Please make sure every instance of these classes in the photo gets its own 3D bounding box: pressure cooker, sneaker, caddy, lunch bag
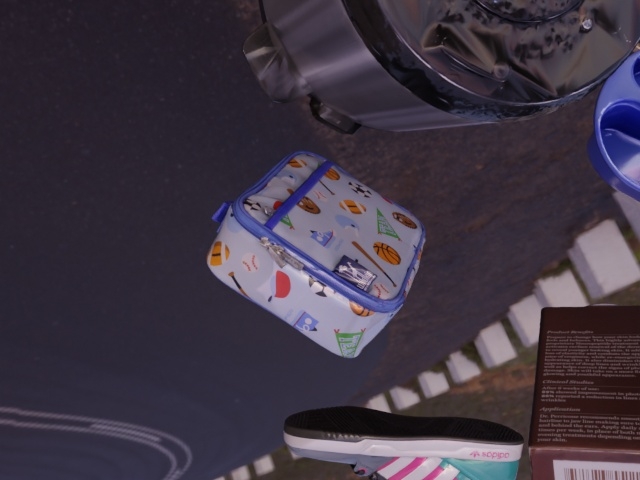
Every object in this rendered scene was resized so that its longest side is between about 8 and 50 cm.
[{"bbox_3d":[0.116,-0.304,0.818,0.369,0.376,0.420,9,-177,-18],"label":"pressure cooker"},{"bbox_3d":[0.094,0.309,0.883,0.295,0.179,0.124,6,-176,-2],"label":"sneaker"},{"bbox_3d":[0.577,-0.153,1.081,0.241,0.341,0.179,-61,173,4],"label":"caddy"},{"bbox_3d":[0.000,0.000,0.895,0.115,0.243,0.303,-56,178,26],"label":"lunch bag"}]

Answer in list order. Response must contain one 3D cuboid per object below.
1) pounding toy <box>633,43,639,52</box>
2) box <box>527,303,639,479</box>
[{"bbox_3d":[0.617,-0.403,1.204,0.237,0.183,0.110,-61,171,30],"label":"pounding toy"},{"bbox_3d":[0.402,0.232,1.001,0.191,0.143,0.381,-3,-158,22],"label":"box"}]
